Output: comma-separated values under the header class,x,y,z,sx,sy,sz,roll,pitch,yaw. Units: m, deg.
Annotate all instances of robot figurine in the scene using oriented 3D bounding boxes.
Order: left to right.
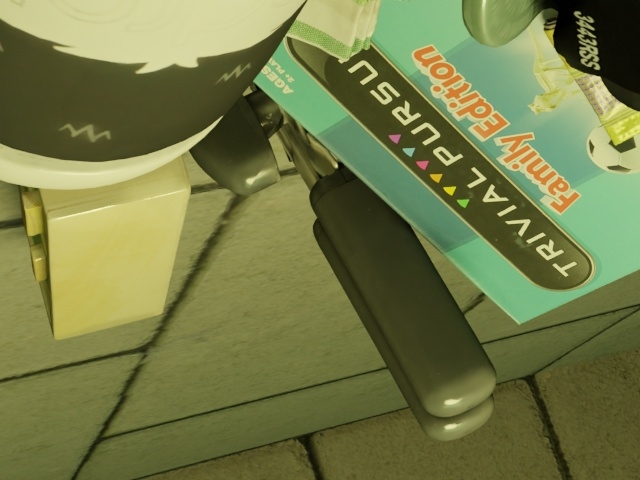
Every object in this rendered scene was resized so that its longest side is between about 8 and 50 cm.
class,x,y,z,sx,sy,sz,roll,pitch,yaw
robot figurine,-0.079,-0.131,0.483,0.209,0.173,0.278,30,150,-8

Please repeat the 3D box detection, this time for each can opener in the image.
class,x,y,z,sx,sy,sz,roll,pitch,yaw
can opener,0.000,0.000,0.816,0.095,0.283,0.076,-24,152,-9

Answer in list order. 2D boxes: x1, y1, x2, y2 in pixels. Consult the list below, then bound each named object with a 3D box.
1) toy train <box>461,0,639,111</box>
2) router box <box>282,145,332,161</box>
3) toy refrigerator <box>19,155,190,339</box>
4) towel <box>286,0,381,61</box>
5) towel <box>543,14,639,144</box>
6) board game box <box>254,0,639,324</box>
class,x,y,z,sx,sy,sz,roll,pitch,yaw
toy train,0.117,-0.165,0.396,0.190,0.142,0.334,-59,156,-12
router box,0.031,-0.101,0.948,0.092,0.038,0.122,-12,164,-23
toy refrigerator,-0.154,-0.022,0.900,0.094,0.102,0.269,-14,165,-15
towel,-0.021,-0.147,0.617,0.113,0.023,0.152,18,152,2
towel,0.150,-0.085,0.657,0.060,0.009,0.083,-18,126,30
board game box,0.155,-0.114,0.692,0.254,0.079,0.336,41,131,-23
